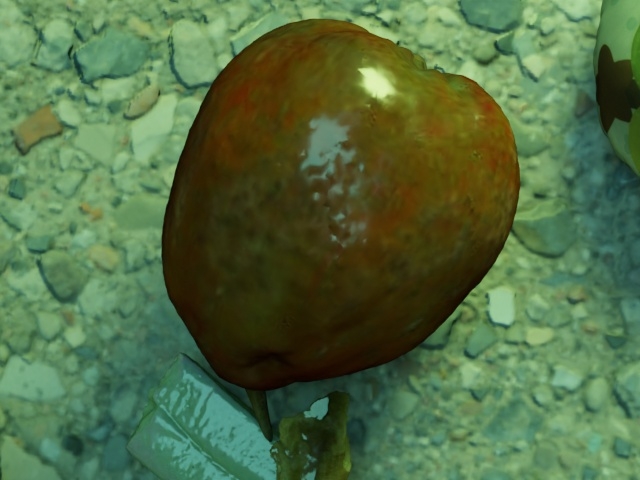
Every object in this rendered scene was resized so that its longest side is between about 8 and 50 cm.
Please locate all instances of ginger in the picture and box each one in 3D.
[{"bbox_3d":[-0.010,0.156,1.024,0.044,0.057,0.137,16,90,56],"label":"ginger"}]

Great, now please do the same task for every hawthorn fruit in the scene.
[{"bbox_3d":[0.000,0.000,1.021,0.210,0.210,0.262,27,93,14],"label":"hawthorn fruit"}]

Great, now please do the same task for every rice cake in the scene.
[{"bbox_3d":[-0.031,0.168,1.067,0.222,0.042,0.080,38,92,14],"label":"rice cake"}]

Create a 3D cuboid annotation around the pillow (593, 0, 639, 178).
[{"bbox_3d":[0.276,-0.128,1.031,0.214,0.086,0.233,17,89,28],"label":"pillow"}]
